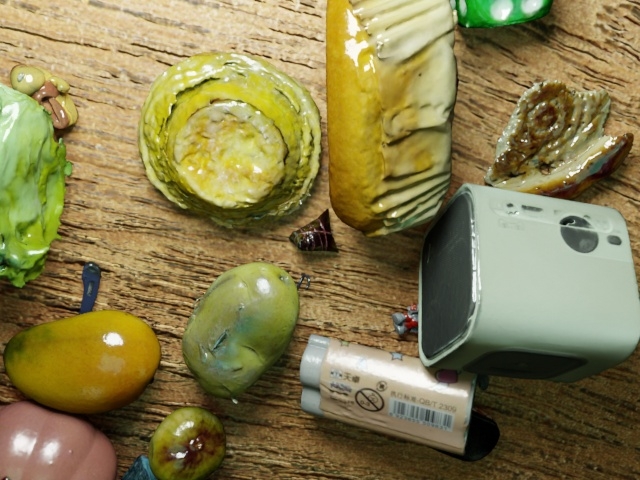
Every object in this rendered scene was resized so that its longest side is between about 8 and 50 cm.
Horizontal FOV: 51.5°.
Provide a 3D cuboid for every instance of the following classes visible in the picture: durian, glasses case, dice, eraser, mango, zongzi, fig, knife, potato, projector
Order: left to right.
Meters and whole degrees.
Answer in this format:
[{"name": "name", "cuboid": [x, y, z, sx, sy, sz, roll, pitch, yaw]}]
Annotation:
[{"name": "durian", "cuboid": [-0.489, -0.125, 0.932, 0.339, 0.204, 0.256, 31, 115, 5]}, {"name": "mango", "cuboid": [-0.392, 0.208, 1.111, 0.254, 0.139, 0.176, -11, 104, 7]}, {"name": "knife", "cuboid": [-0.394, 0.091, 1.124, 0.031, 0.018, 0.121, 12, 111, -17]}, {"name": "fig", "cuboid": [-0.241, 0.373, 1.195, 0.153, 0.121, 0.136, -40, 106, 0]}, {"name": "potato", "cuboid": [-0.134, 0.145, 1.097, 0.169, 0.143, 0.248, 36, 108, -7]}, {"name": "zongzi", "cuboid": [0.000, 0.000, 1.107, 0.083, 0.067, 0.073, -36, 104, -9]}, {"name": "eraser", "cuboid": [0.112, 0.266, 1.137, 0.290, 0.087, 0.171, 10, 124, 17]}, {"name": "glasses case", "cuboid": [0.217, 0.337, 1.251, 0.266, 0.067, 0.103, 28, 109, -15]}, {"name": "dice", "cuboid": [0.255, -0.375, 0.942, 0.131, 0.120, 0.128, -8, 113, 0]}, {"name": "projector", "cuboid": [0.306, 0.074, 1.028, 0.249, 0.249, 0.248, 8, 155, -8]}]

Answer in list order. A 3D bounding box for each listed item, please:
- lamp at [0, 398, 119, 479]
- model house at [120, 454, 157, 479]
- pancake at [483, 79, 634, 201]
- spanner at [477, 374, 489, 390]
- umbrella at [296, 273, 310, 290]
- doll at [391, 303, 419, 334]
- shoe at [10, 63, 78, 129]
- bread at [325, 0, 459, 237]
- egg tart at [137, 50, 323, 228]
[{"name": "lamp", "cuboid": [-0.500, 0.426, 1.128, 0.305, 0.240, 0.305, 1, 116, 1]}, {"name": "model house", "cuboid": [-0.331, 0.540, 1.225, 0.241, 0.226, 0.261, 39, 104, 13]}, {"name": "pancake", "cuboid": [0.390, -0.130, 1.086, 0.212, 0.056, 0.257, 19, 109, -12]}, {"name": "spanner", "cuboid": [0.352, 0.183, 1.231, 0.054, 0.015, 0.254, 29, 107, -17]}, {"name": "umbrella", "cuboid": [-0.079, 0.161, 1.179, 0.044, 0.044, 0.269, 9, 123, -36]}, {"name": "doll", "cuboid": [0.217, 0.142, 1.174, 0.180, 0.079, 0.094, -1, 127, 9]}, {"name": "shoe", "cuboid": [-0.401, -0.212, 0.976, 0.072, 0.069, 0.109, -22, 118, -3]}, {"name": "bread", "cuboid": [0.087, -0.195, 0.937, 0.183, 0.236, 0.389, -8, 113, -3]}, {"name": "egg tart", "cuboid": [-0.134, -0.142, 0.999, 0.294, 0.123, 0.294, -1, 111, -3]}]
